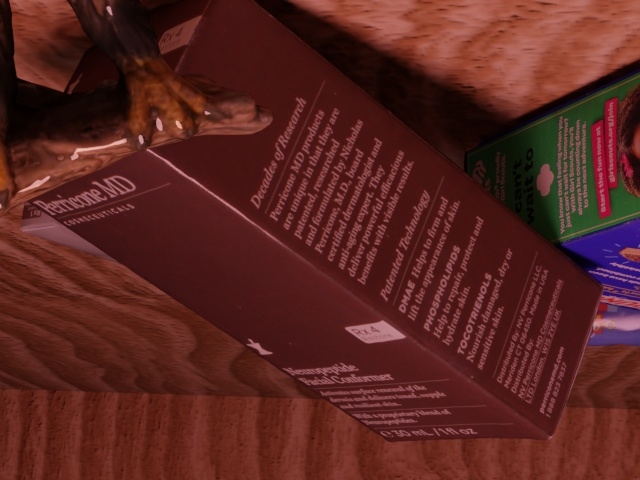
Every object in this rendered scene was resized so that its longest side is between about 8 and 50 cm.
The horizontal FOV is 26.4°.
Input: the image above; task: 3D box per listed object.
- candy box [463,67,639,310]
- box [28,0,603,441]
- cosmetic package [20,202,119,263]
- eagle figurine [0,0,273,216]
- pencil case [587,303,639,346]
[{"bbox_3d":[0.301,-0.031,1.032,0.268,0.122,0.317,10,163,-25],"label":"candy box"},{"bbox_3d":[0.000,0.000,0.966,0.381,0.143,0.191,37,153,-26],"label":"box"},{"bbox_3d":[-0.134,-0.030,1.202,0.127,0.107,0.238,-6,160,33],"label":"cosmetic package"},{"bbox_3d":[-0.117,-0.142,0.422,0.225,0.226,0.298,2,128,28],"label":"eagle figurine"},{"bbox_3d":[0.269,0.056,1.389,0.306,0.119,0.133,1,-174,10],"label":"pencil case"}]
